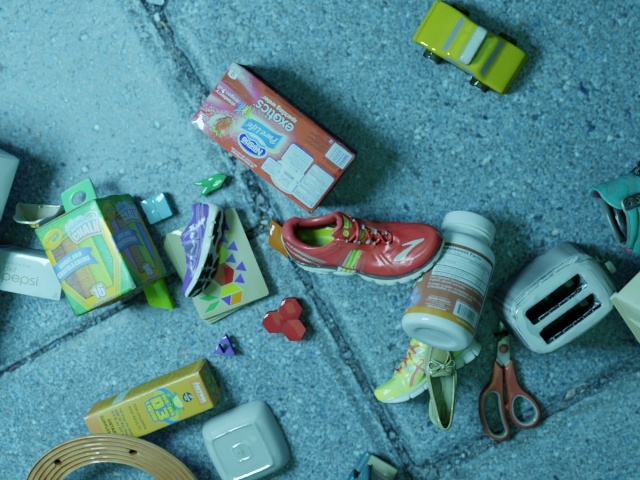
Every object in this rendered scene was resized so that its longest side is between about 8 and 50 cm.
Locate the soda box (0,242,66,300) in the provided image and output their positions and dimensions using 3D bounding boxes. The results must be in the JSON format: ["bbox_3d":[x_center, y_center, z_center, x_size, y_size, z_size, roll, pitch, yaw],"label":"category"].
[{"bbox_3d":[-0.555,0.049,1.618,0.216,0.069,0.074,10,98,2],"label":"soda box"}]

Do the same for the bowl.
[{"bbox_3d":[-0.139,0.378,1.647,0.142,0.053,0.142,-23,98,8],"label":"bowl"}]

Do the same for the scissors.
[{"bbox_3d":[0.316,0.211,1.604,0.109,0.021,0.297,-13,98,6],"label":"scissors"}]

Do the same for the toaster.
[{"bbox_3d":[0.386,0.103,1.512,0.227,0.146,0.129,-35,94,3],"label":"toaster"}]

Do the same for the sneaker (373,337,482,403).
[{"bbox_3d":[0.175,0.209,1.589,0.208,0.081,0.094,-33,95,-3],"label":"sneaker"}]

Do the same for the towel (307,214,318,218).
[{"bbox_3d":[0.000,0.000,1.601,0.060,0.009,0.083,8,99,4],"label":"towel"}]

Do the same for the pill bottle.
[{"bbox_3d":[0.221,0.065,1.504,0.121,0.121,0.216,21,67,1],"label":"pill bottle"}]

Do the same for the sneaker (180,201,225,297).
[{"bbox_3d":[-0.215,0.016,1.574,0.071,0.068,0.170,14,90,18],"label":"sneaker"}]

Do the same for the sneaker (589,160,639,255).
[{"bbox_3d":[0.541,-0.106,1.495,0.178,0.124,0.296,-2,100,-5],"label":"sneaker"}]

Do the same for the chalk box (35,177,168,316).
[{"bbox_3d":[-0.383,0.001,1.552,0.132,0.132,0.213,-27,90,18],"label":"chalk box"}]

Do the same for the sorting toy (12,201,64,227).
[{"bbox_3d":[-0.506,-0.040,1.598,0.083,0.075,0.045,4,99,4],"label":"sorting toy"}]

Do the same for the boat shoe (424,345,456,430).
[{"bbox_3d":[0.206,0.242,1.526,0.056,0.048,0.153,1,90,-5],"label":"boat shoe"}]

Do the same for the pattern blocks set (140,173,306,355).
[{"bbox_3d":[-0.181,0.047,1.612,0.285,0.026,0.325,-13,97,6],"label":"pattern blocks set"}]

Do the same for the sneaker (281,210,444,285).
[{"bbox_3d":[0.062,0.003,1.488,0.279,0.118,0.107,-2,59,21],"label":"sneaker"}]

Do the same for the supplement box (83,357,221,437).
[{"bbox_3d":[-0.302,0.298,1.633,0.233,0.080,0.078,-24,98,5],"label":"supplement box"}]

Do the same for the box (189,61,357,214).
[{"bbox_3d":[-0.074,-0.174,1.523,0.257,0.122,0.128,37,99,-2],"label":"box"}]

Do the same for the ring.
[{"bbox_3d":[-0.374,0.483,1.650,0.336,0.032,0.337,1,116,2],"label":"ring"}]

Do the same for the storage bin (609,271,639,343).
[{"bbox_3d":[0.642,0.102,1.448,0.262,0.123,0.260,-44,119,-5],"label":"storage bin"}]

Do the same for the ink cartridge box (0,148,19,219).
[{"bbox_3d":[-0.708,-0.015,1.520,0.285,0.166,0.395,26,101,28],"label":"ink cartridge box"}]

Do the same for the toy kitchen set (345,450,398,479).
[{"bbox_3d":[0.034,0.476,1.590,0.122,0.166,0.207,30,99,-1],"label":"toy kitchen set"}]

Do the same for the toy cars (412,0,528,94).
[{"bbox_3d":[0.219,-0.419,1.483,0.176,0.087,0.394,-17,97,6],"label":"toy cars"}]
